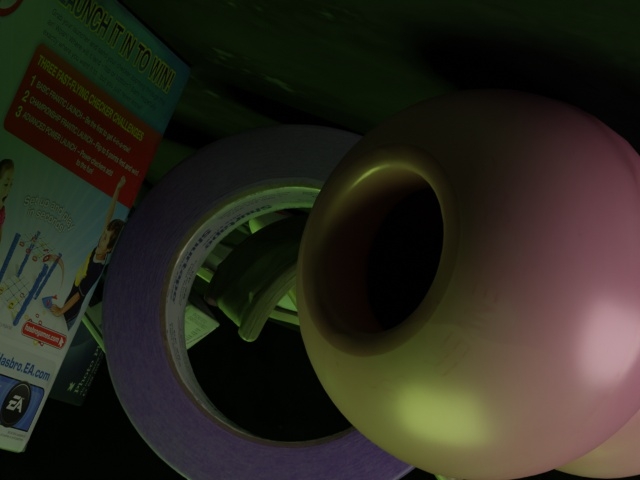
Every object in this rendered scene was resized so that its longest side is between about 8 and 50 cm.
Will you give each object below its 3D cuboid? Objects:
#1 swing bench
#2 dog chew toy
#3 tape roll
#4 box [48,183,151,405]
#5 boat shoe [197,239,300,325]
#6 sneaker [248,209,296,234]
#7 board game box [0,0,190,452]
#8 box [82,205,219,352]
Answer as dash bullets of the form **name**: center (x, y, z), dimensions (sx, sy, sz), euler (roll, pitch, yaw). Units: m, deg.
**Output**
- **swing bench**: center (0.045, 0.075, 1.442), dimensions (0.254, 0.165, 0.253), euler (39, 177, -13)
- **dog chew toy**: center (0.146, 0.041, 0.881), dimensions (0.332, 0.207, 0.206), euler (18, 178, -42)
- **tape roll**: center (-0.017, 0.058, 1.152), dimensions (0.274, 0.275, 0.090), euler (22, 174, 8)
- **box**: center (-0.348, 0.031, 1.940), dimensions (0.182, 0.296, 0.294), euler (22, 174, 12)
- **boat shoe**: center (-0.039, 0.036, 1.808), dimensions (0.302, 0.103, 0.113), euler (26, -175, -38)
- **sneaker**: center (0.000, 0.000, 1.662), dimensions (0.161, 0.057, 0.075), euler (37, 139, 8)
- **board game box**: center (-0.230, -0.036, 0.997), dimensions (0.086, 0.302, 0.308), euler (20, 173, 21)
- **box**: center (-0.222, -0.018, 1.467), dimensions (0.290, 0.087, 0.169), euler (53, 179, 12)
